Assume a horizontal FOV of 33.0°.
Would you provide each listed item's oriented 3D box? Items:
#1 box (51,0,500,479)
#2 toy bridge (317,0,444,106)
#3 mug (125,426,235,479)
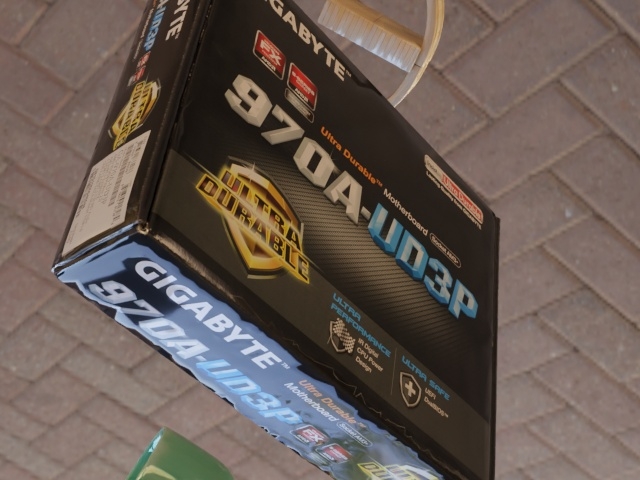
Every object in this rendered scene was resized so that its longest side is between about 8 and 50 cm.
[{"bbox_3d":[0.000,0.000,0.475,0.051,0.175,0.220,-24,129,32],"label":"box"},{"bbox_3d":[0.031,-0.113,0.585,0.063,0.026,0.188,31,118,6],"label":"toy bridge"},{"bbox_3d":[-0.137,0.248,0.979,0.097,0.129,0.158,34,168,-5],"label":"mug"}]
